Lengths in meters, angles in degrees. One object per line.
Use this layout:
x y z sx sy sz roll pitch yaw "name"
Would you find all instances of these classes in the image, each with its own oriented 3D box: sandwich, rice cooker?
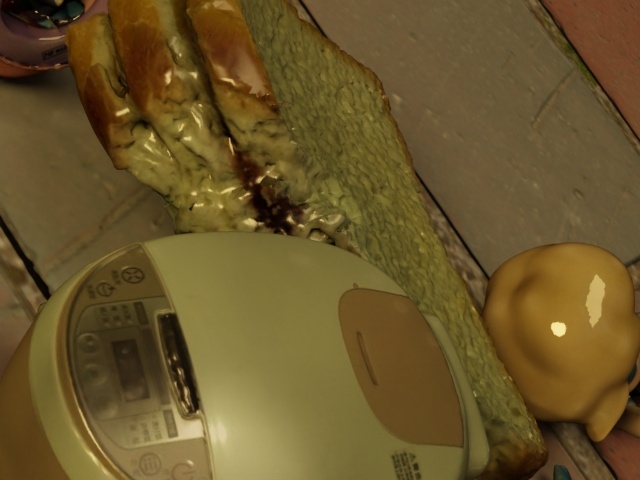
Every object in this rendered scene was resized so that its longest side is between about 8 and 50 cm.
-0.004 0.002 0.726 0.254 0.099 0.288 28 36 -63 "sandwich"
-0.031 0.075 0.553 0.206 0.127 0.145 11 51 -43 "rice cooker"

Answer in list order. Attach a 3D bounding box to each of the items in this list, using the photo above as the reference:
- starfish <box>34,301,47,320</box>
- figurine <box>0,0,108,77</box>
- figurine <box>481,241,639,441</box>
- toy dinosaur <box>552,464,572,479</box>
-0.048 0.098 0.666 0.223 0.050 0.217 40 30 -23 "starfish"
-0.165 -0.149 0.747 0.157 0.126 0.114 41 -22 56 "figurine"
0.185 0.077 0.901 0.196 0.108 0.114 29 78 -36 "figurine"
0.121 0.235 0.719 0.144 0.076 0.329 31 33 -34 "toy dinosaur"
